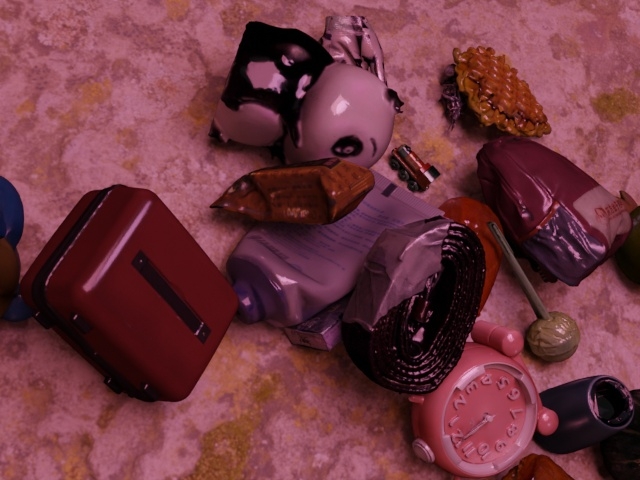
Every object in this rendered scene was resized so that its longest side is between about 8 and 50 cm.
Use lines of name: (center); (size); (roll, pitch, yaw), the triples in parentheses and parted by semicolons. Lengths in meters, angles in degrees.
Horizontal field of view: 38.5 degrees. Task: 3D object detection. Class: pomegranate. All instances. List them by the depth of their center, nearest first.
pomegranate: (0.665, -0.014, 1.852); (0.187, 0.187, 0.225); (-18, 48, -27)

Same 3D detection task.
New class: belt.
belt: (0.148, 0.097, 1.484); (0.184, 0.164, 0.289); (23, 90, -18)

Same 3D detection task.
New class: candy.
candy: (-0.056, -0.083, 1.545); (0.143, 0.271, 0.101); (-37, 123, -52)
candy: (0.375, 0.091, 1.655); (0.092, 0.093, 0.335); (-41, 116, -12)

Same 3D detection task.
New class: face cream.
face cream: (0.000, 0.000, 1.592); (0.234, 0.137, 0.420); (33, 54, 27)

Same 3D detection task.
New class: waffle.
waffle: (0.370, -0.305, 1.884); (0.243, 0.059, 0.238); (-3, 55, -45)

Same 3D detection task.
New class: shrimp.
shrimp: (0.273, -0.291, 1.871); (0.065, 0.056, 0.165); (31, 49, -24)

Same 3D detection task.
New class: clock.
clock: (0.251, 0.288, 1.561); (0.241, 0.142, 0.227); (-35, 110, -21)

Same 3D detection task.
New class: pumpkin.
pumpkin: (0.609, 0.369, 1.666); (0.211, 0.152, 0.212); (2, 85, -25)

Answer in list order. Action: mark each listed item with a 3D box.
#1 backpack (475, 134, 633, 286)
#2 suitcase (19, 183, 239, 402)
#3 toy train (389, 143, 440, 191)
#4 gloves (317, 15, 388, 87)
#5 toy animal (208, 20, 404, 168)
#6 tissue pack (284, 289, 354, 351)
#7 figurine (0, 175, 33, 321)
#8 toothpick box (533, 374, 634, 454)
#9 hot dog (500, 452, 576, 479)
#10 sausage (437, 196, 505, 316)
backpack: (0.417, -0.065, 1.739); (0.317, 0.197, 0.283); (45, 23, 13)
suitcase: (-0.273, 0.082, 1.364); (0.297, 0.161, 0.236); (55, 50, -38)
toy train: (0.178, -0.142, 1.763); (0.044, 0.064, 0.103); (-39, 86, -29)
gloves: (0.058, -0.326, 1.778); (0.127, 0.111, 0.212); (-4, 98, -28)
toy animal: (-0.019, -0.238, 1.619); (0.310, 0.251, 0.251); (21, 62, -10)
tissue pack: (0.026, 0.123, 1.560); (0.156, 0.112, 0.051); (-39, 114, -30)
figurine: (-0.541, 0.059, 1.309); (0.243, 0.298, 0.416); (16, 54, 24)
toothpick box: (0.460, 0.303, 1.614); (0.120, 0.184, 0.120); (8, 65, -17)
hot dog: (0.408, 0.490, 1.552); (0.272, 0.122, 0.196); (41, 59, -13)
sausage: (0.244, 0.042, 1.658); (0.141, 0.153, 0.268); (45, 56, -30)
